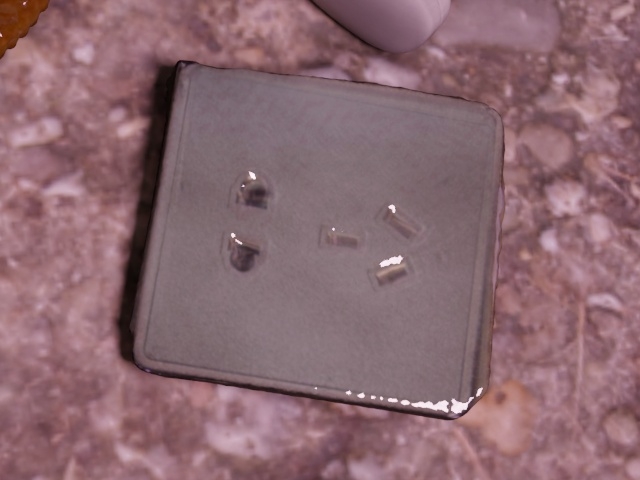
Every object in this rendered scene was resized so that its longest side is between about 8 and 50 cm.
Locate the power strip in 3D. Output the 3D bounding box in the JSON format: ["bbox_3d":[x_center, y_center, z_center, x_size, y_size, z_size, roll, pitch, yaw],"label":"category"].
[{"bbox_3d":[0.000,0.000,0.929,0.213,0.064,0.198,10,75,-6],"label":"power strip"}]

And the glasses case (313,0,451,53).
[{"bbox_3d":[-0.013,-0.210,0.961,0.233,0.092,0.059,46,70,-7],"label":"glasses case"}]

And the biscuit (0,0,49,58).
[{"bbox_3d":[-0.284,-0.215,0.880,0.305,0.038,0.305,5,77,-22],"label":"biscuit"}]
